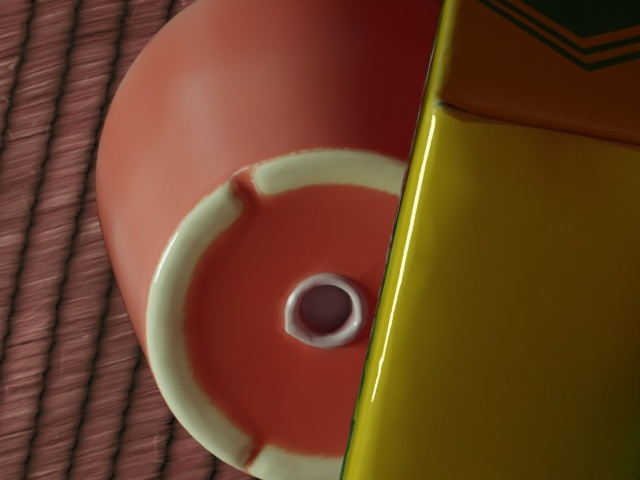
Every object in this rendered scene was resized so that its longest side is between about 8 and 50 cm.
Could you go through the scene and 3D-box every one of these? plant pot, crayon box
[{"bbox_3d":[0.000,0.000,1.079,0.243,0.275,0.275,-97,17,-69],"label":"plant pot"},{"bbox_3d":[0.053,0.033,0.541,0.318,0.081,0.202,-74,-4,-71],"label":"crayon box"}]
